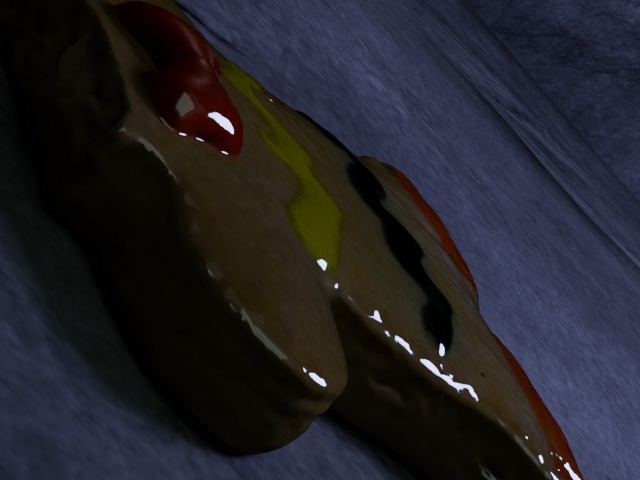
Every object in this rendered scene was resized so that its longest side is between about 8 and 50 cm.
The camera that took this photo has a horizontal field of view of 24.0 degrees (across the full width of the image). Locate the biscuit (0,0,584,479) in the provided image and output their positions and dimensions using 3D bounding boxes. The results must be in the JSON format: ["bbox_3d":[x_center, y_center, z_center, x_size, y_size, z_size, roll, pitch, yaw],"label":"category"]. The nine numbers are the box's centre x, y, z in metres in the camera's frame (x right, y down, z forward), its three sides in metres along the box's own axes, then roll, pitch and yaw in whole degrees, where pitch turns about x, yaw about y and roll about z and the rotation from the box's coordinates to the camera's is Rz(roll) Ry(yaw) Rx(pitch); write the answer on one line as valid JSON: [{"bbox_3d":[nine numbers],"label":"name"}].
[{"bbox_3d":[0.000,0.000,0.807,0.394,0.076,0.368,38,18,-39],"label":"biscuit"}]
